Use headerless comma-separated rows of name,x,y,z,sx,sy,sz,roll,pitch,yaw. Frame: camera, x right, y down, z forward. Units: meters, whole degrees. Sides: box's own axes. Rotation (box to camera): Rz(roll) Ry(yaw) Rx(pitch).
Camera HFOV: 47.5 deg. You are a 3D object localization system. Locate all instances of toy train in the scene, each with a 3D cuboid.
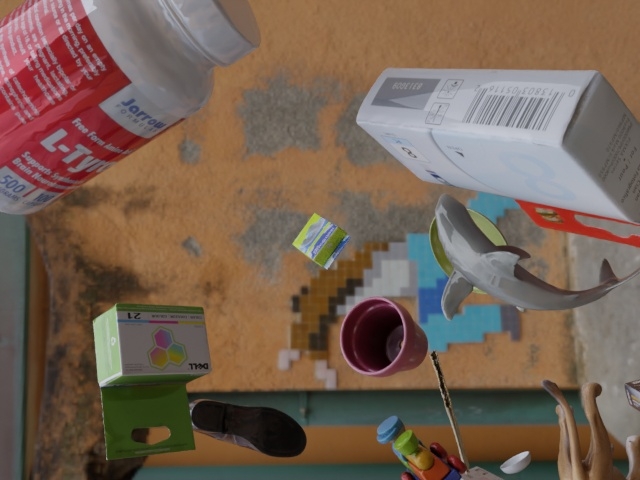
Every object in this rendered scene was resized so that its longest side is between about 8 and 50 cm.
toy train,0.197,0.417,1.367,0.143,0.105,0.248,48,170,-9

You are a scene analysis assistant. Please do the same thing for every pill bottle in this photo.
pill bottle,-0.290,-0.219,0.939,0.229,0.407,0.229,53,-161,-27

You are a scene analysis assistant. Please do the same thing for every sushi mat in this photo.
sushi mat,0.298,0.397,1.661,0.151,0.019,0.316,-100,-9,-45

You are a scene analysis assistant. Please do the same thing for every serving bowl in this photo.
serving bowl,0.496,0.564,1.831,0.027,0.083,0.083,59,171,10

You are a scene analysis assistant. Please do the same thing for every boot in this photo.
boot,-0.188,0.411,1.593,0.280,0.264,0.096,144,135,-67

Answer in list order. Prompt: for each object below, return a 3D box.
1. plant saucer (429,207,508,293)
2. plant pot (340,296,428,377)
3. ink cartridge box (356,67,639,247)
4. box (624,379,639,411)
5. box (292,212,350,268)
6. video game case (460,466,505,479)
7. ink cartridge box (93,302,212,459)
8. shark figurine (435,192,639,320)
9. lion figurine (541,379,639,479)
plant saucer,0.376,0.020,1.799,0.241,0.037,0.241,30,137,33
plant pot,0.181,0.260,1.883,0.180,0.201,0.201,25,-123,-49
ink cartridge box,0.267,-0.057,0.866,0.308,0.385,0.091,19,75,54
box,0.795,0.320,1.541,0.183,0.231,0.056,-58,-46,-88
box,0.000,0.000,1.899,0.109,0.042,0.178,-54,27,-1
video game case,0.484,0.685,1.908,0.269,0.244,0.061,25,-94,-63
ink cartridge box,-0.297,0.253,1.328,0.097,0.188,0.255,-31,63,41
shark figurine,0.265,0.038,0.927,0.116,0.278,0.166,88,-156,-65
lion figurine,0.479,0.416,1.227,0.142,0.392,0.240,-25,39,43
